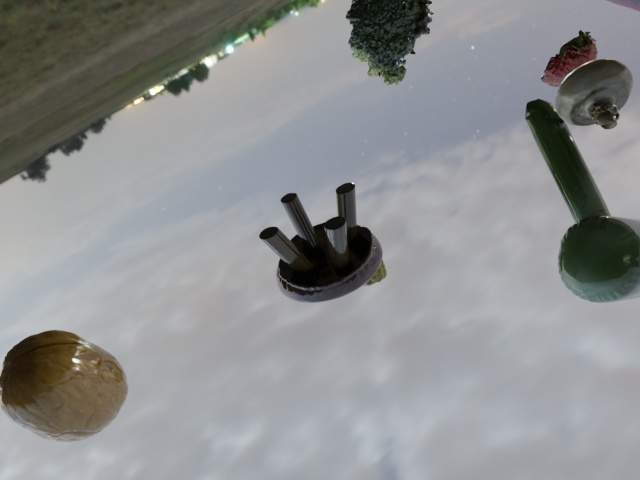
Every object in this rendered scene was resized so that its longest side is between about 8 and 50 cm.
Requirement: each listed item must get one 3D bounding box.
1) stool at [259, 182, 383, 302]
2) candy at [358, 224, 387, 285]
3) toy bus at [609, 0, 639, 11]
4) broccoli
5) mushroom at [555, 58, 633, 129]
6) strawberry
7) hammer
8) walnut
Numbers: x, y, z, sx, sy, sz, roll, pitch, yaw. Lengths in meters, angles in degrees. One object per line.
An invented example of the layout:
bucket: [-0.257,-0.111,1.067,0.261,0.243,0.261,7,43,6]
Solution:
stool: [0.000,0.000,1.267,0.272,0.179,0.272,-15,-148,9]
candy: [0.142,0.045,1.698,0.094,0.199,0.106,-34,-156,-34]
toy bus: [0.424,-0.356,0.669,0.112,0.090,0.274,-36,-143,9]
broccoli: [0.197,-0.564,1.458,0.247,0.263,0.243,-28,179,5]
mushroom: [0.312,-0.156,0.596,0.085,0.085,0.079,-24,-124,15]
strawberry: [0.606,-0.426,1.301,0.146,0.082,0.187,-32,168,-1]
hammer: [0.392,-0.073,0.783,0.206,0.336,0.119,0,155,-42]
walnut: [-0.405,0.232,0.841,0.165,0.197,0.165,-12,-128,16]
